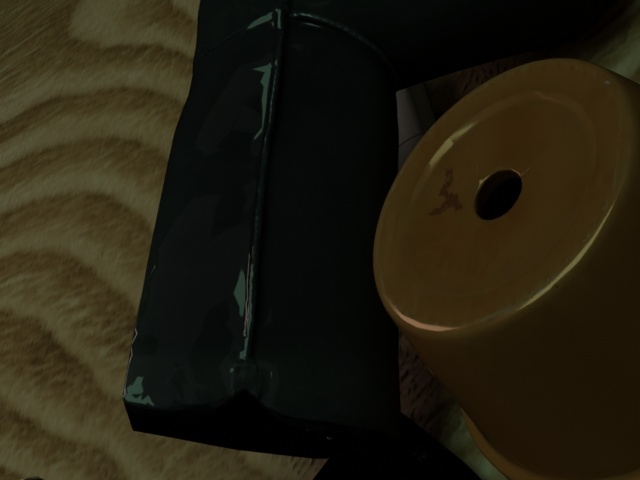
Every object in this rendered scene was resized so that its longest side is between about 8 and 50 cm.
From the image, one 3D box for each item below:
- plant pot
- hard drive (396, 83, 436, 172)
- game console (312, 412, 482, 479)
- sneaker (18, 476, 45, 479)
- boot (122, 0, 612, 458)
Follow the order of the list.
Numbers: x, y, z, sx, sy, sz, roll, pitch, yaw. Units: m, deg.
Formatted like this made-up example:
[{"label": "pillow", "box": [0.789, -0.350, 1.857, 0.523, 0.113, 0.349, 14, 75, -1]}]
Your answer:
[{"label": "plant pot", "box": [0.172, 0.020, 0.893, 0.291, 0.203, 0.290, -30, 41, 31]}, {"label": "hard drive", "box": [-0.003, -0.114, 1.363, 0.233, 0.047, 0.353, -39, 36, 22]}, {"label": "game console", "box": [-0.005, 0.304, 1.000, 0.361, 0.044, 0.213, -54, 34, 2]}, {"label": "sneaker", "box": [-0.289, 0.320, 1.320, 0.084, 0.069, 0.185, 8, 73, 44]}, {"label": "boot", "box": [0.050, -0.049, 1.090, 0.367, 0.146, 0.445, -1, 58, 14]}]
